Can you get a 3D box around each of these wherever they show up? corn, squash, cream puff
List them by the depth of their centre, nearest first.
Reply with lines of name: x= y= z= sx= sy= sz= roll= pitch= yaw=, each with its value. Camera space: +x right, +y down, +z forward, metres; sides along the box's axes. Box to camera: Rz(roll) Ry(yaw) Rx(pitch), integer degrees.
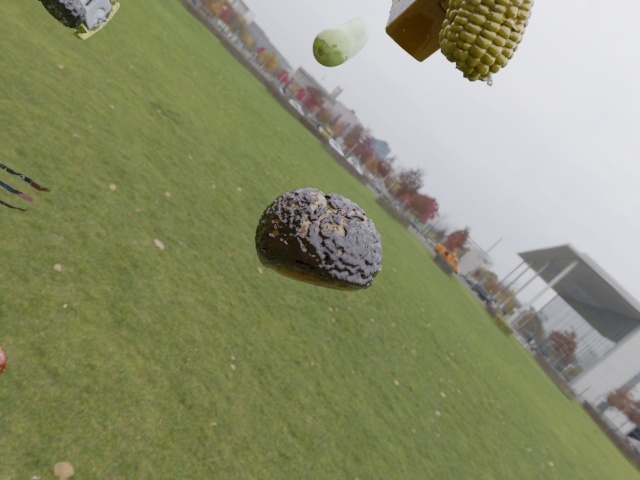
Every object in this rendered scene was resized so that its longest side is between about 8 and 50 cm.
corn: x=0.220 y=-0.334 z=0.503 sx=0.101 sy=0.313 sz=0.102 roll=14 pitch=34 yaw=-10
cream puff: x=0.000 y=0.000 z=0.848 sx=0.238 sy=0.165 sz=0.239 roll=14 pitch=-8 yaw=2
squash: x=0.054 y=-0.453 z=1.053 sx=0.083 sy=0.083 sz=0.250 roll=44 pitch=41 yaw=-7

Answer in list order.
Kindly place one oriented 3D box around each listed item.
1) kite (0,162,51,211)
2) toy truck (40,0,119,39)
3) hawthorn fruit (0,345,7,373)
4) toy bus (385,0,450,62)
kite: x=-0.851 y=-0.187 z=1.121 sx=0.360 sy=0.204 sz=0.022 roll=37 pitch=27 yaw=-43
toy truck: x=-0.396 y=-0.432 z=0.661 sx=0.111 sy=0.136 sz=0.286 roll=22 pitch=-23 yaw=23
hawthorn fruit: x=-0.841 y=0.309 z=1.186 sx=0.093 sy=0.093 sz=0.093 roll=44 pitch=10 yaw=-10
toy bus: x=0.197 y=-0.373 z=0.697 sx=0.098 sy=0.114 sz=0.201 roll=30 pitch=-28 yaw=-24
